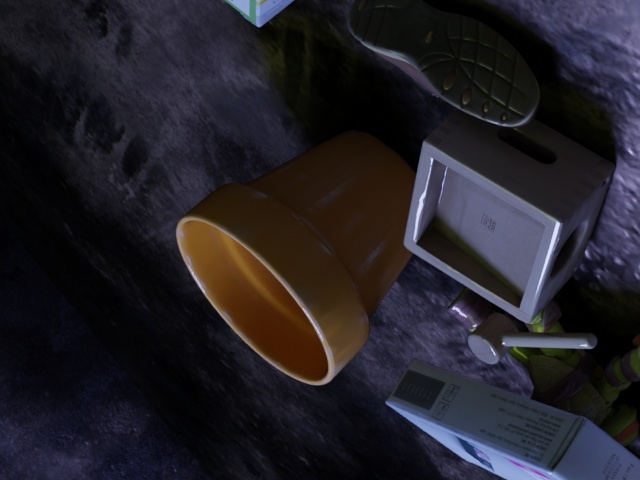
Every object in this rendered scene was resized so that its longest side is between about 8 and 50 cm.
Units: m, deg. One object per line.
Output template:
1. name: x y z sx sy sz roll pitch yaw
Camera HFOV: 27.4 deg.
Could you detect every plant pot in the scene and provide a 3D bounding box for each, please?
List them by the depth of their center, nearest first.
1. plant pot: 0.000 0.000 1.250 0.205 0.188 0.205 39 156 21

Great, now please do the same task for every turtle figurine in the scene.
1. turtle figurine: 0.214 0.119 1.196 0.217 0.087 0.269 47 157 1

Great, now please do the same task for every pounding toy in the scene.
1. pounding toy: 0.169 0.009 1.073 0.181 0.094 0.206 33 144 21

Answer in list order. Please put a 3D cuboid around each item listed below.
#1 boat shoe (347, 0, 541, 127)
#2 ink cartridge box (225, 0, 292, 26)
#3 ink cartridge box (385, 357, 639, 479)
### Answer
1. boat shoe: 0.102 -0.141 1.021 0.178 0.064 0.060 36 -175 28
2. ink cartridge box: -0.029 -0.267 0.972 0.062 0.109 0.209 39 155 18
3. ink cartridge box: 0.220 0.212 1.206 0.239 0.060 0.275 38 169 -25
